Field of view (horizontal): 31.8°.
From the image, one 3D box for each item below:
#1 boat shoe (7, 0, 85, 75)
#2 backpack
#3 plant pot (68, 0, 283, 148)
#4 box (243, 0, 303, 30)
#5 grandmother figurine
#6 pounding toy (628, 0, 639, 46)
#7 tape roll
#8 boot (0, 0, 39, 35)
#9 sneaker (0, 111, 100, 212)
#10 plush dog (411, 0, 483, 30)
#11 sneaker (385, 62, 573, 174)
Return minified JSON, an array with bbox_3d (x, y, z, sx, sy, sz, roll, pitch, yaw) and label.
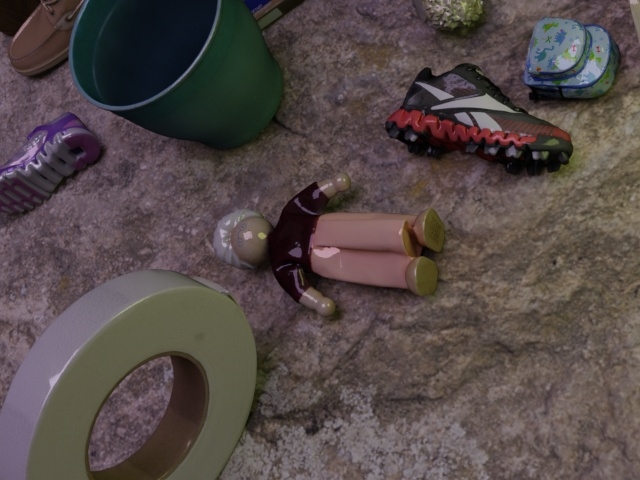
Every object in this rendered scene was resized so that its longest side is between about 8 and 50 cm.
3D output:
[{"bbox_3d":[-0.457,-0.444,2.029,0.341,0.110,0.122,-45,55,7],"label":"boat shoe"},{"bbox_3d":[0.333,-0.242,1.495,0.114,0.084,0.105,9,78,30],"label":"backpack"},{"bbox_3d":[-0.197,-0.271,1.715,0.271,0.255,0.272,-11,66,26],"label":"plant pot"},{"bbox_3d":[-0.120,-0.449,1.878,0.136,0.036,0.225,-34,56,15],"label":"box"},{"bbox_3d":[0.000,0.000,1.587,0.342,0.104,0.208,2,63,28],"label":"grandmother figurine"},{"bbox_3d":[0.455,-0.369,1.430,0.154,0.154,0.270,-18,63,24],"label":"pounding toy"},{"bbox_3d":[-0.240,0.225,1.459,0.072,0.392,0.392,24,84,36],"label":"tape roll"},{"bbox_3d":[-0.546,-0.500,2.121,0.213,0.077,0.165,-46,24,44],"label":"boot"},{"bbox_3d":[-0.489,-0.140,1.943,0.236,0.095,0.105,-33,51,10],"label":"sneaker"},{"bbox_3d":[0.199,-0.469,1.623,0.225,0.211,0.262,-26,57,-12],"label":"plush dog"},{"bbox_3d":[0.222,-0.171,1.522,0.276,0.097,0.135,16,82,36],"label":"sneaker"}]
